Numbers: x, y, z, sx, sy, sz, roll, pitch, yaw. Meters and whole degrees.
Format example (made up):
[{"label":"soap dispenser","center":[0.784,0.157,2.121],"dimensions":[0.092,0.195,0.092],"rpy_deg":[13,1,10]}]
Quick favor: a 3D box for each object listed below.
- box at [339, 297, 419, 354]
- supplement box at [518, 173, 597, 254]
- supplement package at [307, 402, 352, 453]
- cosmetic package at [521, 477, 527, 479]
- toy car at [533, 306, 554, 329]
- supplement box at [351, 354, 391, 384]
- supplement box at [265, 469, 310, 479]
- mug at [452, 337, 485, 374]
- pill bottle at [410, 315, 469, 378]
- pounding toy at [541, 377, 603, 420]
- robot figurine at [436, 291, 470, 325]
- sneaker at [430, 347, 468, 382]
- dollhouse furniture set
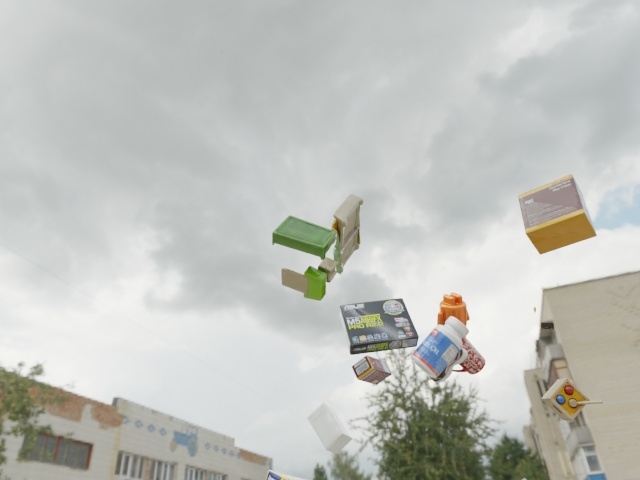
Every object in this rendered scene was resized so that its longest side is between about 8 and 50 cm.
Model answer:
[{"label":"box","center":[0.225,0.335,1.901],"dimensions":[0.269,0.216,0.060],"rpy_deg":[-5,-51,-8]},{"label":"supplement box","center":[0.815,-0.090,1.667],"dimensions":[0.191,0.194,0.129],"rpy_deg":[-25,-52,32]},{"label":"supplement package","center":[0.041,0.837,2.147],"dimensions":[0.105,0.179,0.105],"rpy_deg":[-42,-44,0]},{"label":"cosmetic package","center":[0.683,0.973,1.699],"dimensions":[0.238,0.107,0.127],"rpy_deg":[-25,-34,-44]},{"label":"toy car","center":[1.047,0.365,2.255],"dimensions":[0.060,0.122,0.040],"rpy_deg":[-21,-23,15]},{"label":"supplement box","center":[0.258,0.652,2.415],"dimensions":[0.104,0.081,0.188],"rpy_deg":[-41,-41,17]},{"label":"supplement box","center":[-0.109,0.988,1.595],"dimensions":[0.194,0.357,0.195],"rpy_deg":[27,-22,-26]},{"label":"mug","center":[0.581,0.478,1.997],"dimensions":[0.169,0.113,0.150],"rpy_deg":[44,-80,-12]},{"label":"pill bottle","center":[0.453,0.396,1.808],"dimensions":[0.221,0.124,0.124],"rpy_deg":[-47,-36,-9]},{"label":"pounding toy","center":[0.954,0.607,1.827],"dimensions":[0.130,0.141,0.100],"rpy_deg":[-41,-15,-14]},{"label":"robot figurine","center":[0.625,0.358,2.260],"dimensions":[0.128,0.220,0.158],"rpy_deg":[2,13,27]},{"label":"sneaker","center":[0.488,0.474,1.890],"dimensions":[0.077,0.072,0.178],"rpy_deg":[37,-82,-21]},{"label":"dollhouse furniture set","center":[0.000,0.000,1.400],"dimensions":[0.151,0.301,0.198],"rpy_deg":[17,-51,19]}]
